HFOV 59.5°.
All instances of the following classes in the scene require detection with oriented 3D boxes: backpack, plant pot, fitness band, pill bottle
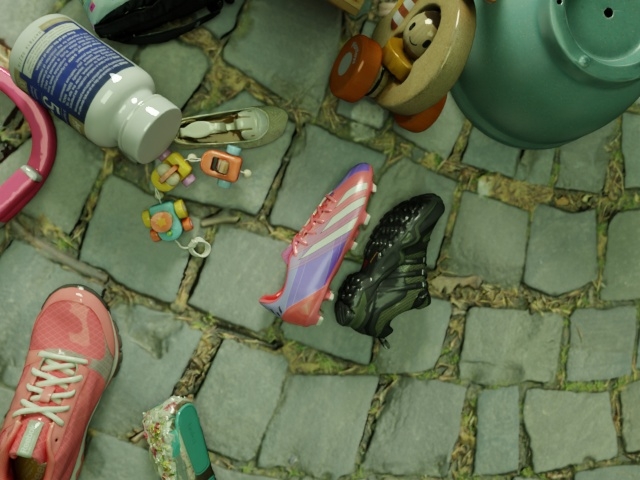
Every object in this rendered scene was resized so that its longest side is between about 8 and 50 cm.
[{"bbox_3d":[-0.215,-0.326,0.706,0.182,0.152,0.115,-24,89,6],"label":"backpack"},{"bbox_3d":[0.335,-0.278,0.745,0.293,0.196,0.292,0,93,-8],"label":"plant pot"},{"bbox_3d":[-0.485,-0.101,0.717,0.291,0.054,0.209,-43,97,-5],"label":"fitness band"},{"bbox_3d":[-0.272,-0.182,0.694,0.187,0.112,0.112,36,88,5],"label":"pill bottle"}]

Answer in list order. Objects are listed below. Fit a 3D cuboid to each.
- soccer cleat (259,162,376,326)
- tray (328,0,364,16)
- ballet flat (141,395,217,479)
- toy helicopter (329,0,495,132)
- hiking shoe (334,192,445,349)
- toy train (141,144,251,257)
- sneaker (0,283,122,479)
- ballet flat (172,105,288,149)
[{"bbox_3d":[0.000,0.000,0.777,0.095,0.083,0.248,22,93,-4],"label":"soccer cleat"},{"bbox_3d":[-0.109,-0.421,0.673,0.411,0.202,0.076,28,120,-8],"label":"tray"},{"bbox_3d":[-0.191,0.333,0.778,0.077,0.091,0.240,-11,91,23],"label":"ballet flat"},{"bbox_3d":[0.148,-0.329,0.712,0.140,0.235,0.354,19,71,-25],"label":"toy helicopter"},{"bbox_3d":[0.118,0.041,0.802,0.114,0.086,0.226,33,94,-22],"label":"hiking shoe"},{"bbox_3d":[-0.171,-0.058,0.749,0.125,0.046,0.166,21,102,-7],"label":"toy train"},{"bbox_3d":[-0.336,0.214,0.713,0.116,0.136,0.313,12,91,-9],"label":"sneaker"},{"bbox_3d":[-0.124,-0.151,0.762,0.168,0.052,0.057,-12,96,-7],"label":"ballet flat"}]
